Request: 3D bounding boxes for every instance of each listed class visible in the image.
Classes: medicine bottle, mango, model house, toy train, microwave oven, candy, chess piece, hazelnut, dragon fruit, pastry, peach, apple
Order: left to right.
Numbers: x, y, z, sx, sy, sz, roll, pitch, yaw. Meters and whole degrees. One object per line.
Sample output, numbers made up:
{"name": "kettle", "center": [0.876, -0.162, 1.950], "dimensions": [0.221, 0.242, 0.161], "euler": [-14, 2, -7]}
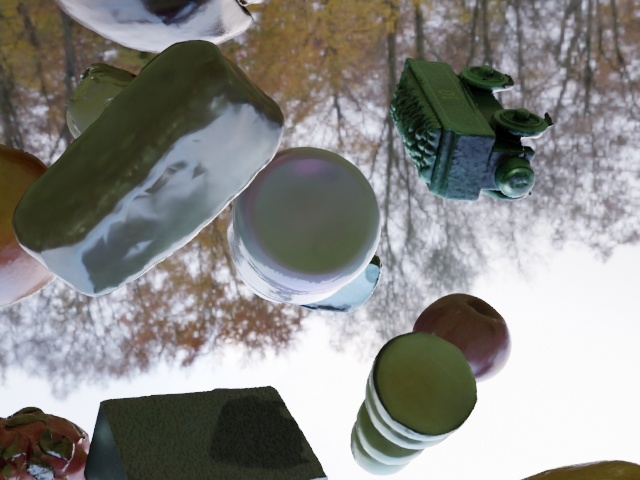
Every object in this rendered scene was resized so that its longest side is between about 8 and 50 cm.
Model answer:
{"name": "peach", "center": [-0.432, -0.022, 1.004], "dimensions": [0.231, 0.231, 0.231], "euler": [-5, -150, 3]}
{"name": "dragon fruit", "center": [-0.690, 0.509, 1.821], "dimensions": [0.291, 0.250, 0.269], "euler": [11, -164, -31]}
{"name": "hazelnut", "center": [-0.307, -0.514, 1.389], "dimensions": [0.402, 0.429, 0.402], "euler": [-7, -109, 23]}
{"name": "pastry", "center": [-0.270, -0.171, 1.222], "dimensions": [0.265, 0.133, 0.265], "euler": [30, -171, -5]}
{"name": "candy", "center": [-0.143, -0.057, 0.658], "dimensions": [0.234, 0.104, 0.102], "euler": [-45, -127, 9]}
{"name": "microwave oven", "center": [-0.264, 0.517, 1.754], "dimensions": [0.432, 0.236, 0.374], "euler": [1, -149, -32]}
{"name": "medicine bottle", "center": [-0.041, -0.009, 1.369], "dimensions": [0.241, 0.241, 0.302], "euler": [-15, 171, -14]}
{"name": "model house", "center": [0.000, 0.000, 1.979], "dimensions": [0.271, 0.190, 0.301], "euler": [11, -133, -13]}
{"name": "chess piece", "center": [0.098, 0.229, 1.016], "dimensions": [0.133, 0.243, 0.133], "euler": [7, -125, -10]}
{"name": "toy train", "center": [0.107, -0.086, 0.599], "dimensions": [0.099, 0.070, 0.172], "euler": [4, -149, -8]}
{"name": "apple", "center": [0.221, 0.149, 1.220], "dimensions": [0.153, 0.120, 0.153], "euler": [19, -163, -6]}
{"name": "mango", "center": [0.371, 0.393, 1.154], "dimensions": [0.317, 0.119, 0.176], "euler": [-8, -170, 12]}
